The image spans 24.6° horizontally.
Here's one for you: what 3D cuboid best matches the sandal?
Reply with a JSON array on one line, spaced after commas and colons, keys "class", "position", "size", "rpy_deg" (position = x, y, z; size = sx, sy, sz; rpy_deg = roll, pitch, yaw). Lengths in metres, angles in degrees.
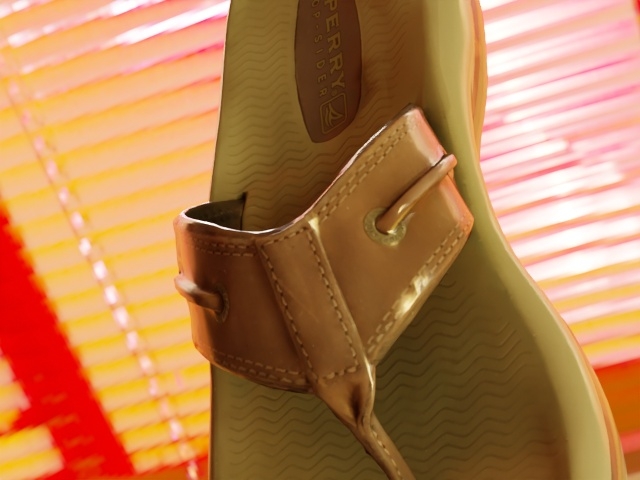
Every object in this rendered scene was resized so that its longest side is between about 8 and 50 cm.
[{"class": "sandal", "position": [-0.001, 0.000, 0.419], "size": [0.120, 0.086, 0.303], "rpy_deg": [-27, -130, 21]}]
